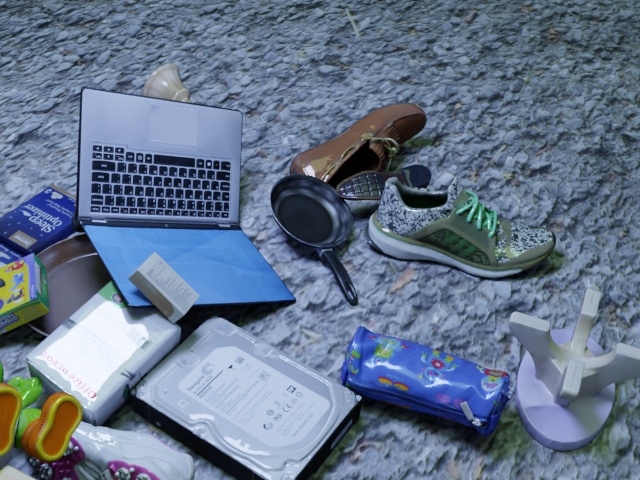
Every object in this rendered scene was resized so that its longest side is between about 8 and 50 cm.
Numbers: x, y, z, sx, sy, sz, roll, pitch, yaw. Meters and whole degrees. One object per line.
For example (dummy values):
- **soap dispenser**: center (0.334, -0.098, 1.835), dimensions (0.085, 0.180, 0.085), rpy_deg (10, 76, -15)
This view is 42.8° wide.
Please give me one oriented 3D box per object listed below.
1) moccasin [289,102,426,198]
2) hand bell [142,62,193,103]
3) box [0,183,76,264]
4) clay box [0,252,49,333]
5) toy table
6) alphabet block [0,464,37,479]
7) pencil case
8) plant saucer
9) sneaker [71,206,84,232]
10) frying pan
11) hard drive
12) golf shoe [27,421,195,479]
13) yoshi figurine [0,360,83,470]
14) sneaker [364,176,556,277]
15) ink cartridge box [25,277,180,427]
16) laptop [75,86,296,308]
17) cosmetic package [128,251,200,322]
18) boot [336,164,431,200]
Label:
- **moccasin**: center (0.110, -0.212, 1.948), dimensions (0.380, 0.139, 0.147), rpy_deg (-28, 55, -28)
- **hand bell**: center (-0.333, -0.340, 2.119), dimensions (0.242, 0.126, 0.126), rpy_deg (39, 51, 17)
- **box**: center (-0.616, -0.032, 1.779), dimensions (0.136, 0.037, 0.225), rpy_deg (25, 47, 23)
- **clay box**: center (-0.625, 0.123, 1.540), dimensions (0.222, 0.053, 0.127), rpy_deg (-24, 45, -1)
- **toy table**: center (0.452, 0.221, 1.467), dimensions (0.252, 0.161, 0.274), rpy_deg (9, 43, 6)
- **alphabet block**: center (-0.396, 0.463, 1.113), dimensions (0.197, 0.193, 0.192), rpy_deg (19, 42, 17)
- **pencil case**: center (0.184, 0.251, 1.443), dimensions (0.306, 0.119, 0.133), rpy_deg (16, 27, 16)
- **plant saucer**: center (-0.443, 0.100, 1.629), dimensions (0.310, 0.050, 0.311), rpy_deg (2, 41, -1)
- **sneaker**: center (-0.421, -0.079, 1.774), dimensions (0.108, 0.100, 0.271), rpy_deg (37, 38, 20)
- **frying pan**: center (0.018, -0.013, 1.768), dimensions (0.197, 0.053, 0.326), rpy_deg (-30, 74, -42)
- **hard drive**: center (-0.129, 0.284, 1.431), dimensions (0.338, 0.064, 0.237), rpy_deg (26, 46, 25)
- **golf shoe**: center (-0.342, 0.354, 1.325), dimensions (0.306, 0.115, 0.140), rpy_deg (19, 17, 23)
- **yoshi figurine**: center (-0.531, 0.242, 1.284), dimensions (0.362, 0.204, 0.203), rpy_deg (-5, 21, 43)
- **sneaker**: center (0.301, -0.043, 1.737), dimensions (0.410, 0.182, 0.158), rpy_deg (7, 41, 4)
- **ink cartridge box**: center (-0.379, 0.198, 1.439), dimensions (0.160, 0.093, 0.219), rpy_deg (36, 55, 12)
- **laptop**: center (-0.256, -0.086, 1.620), dimensions (0.381, 0.408, 0.236), rpy_deg (2, 1, -42)
- **cosmetic package**: center (-0.276, 0.083, 1.446), dimensions (0.115, 0.041, 0.060), rpy_deg (47, 41, -8)
- **boot**: center (0.142, -0.104, 1.865), dimensions (0.219, 0.106, 0.082), rpy_deg (-9, 60, -8)
